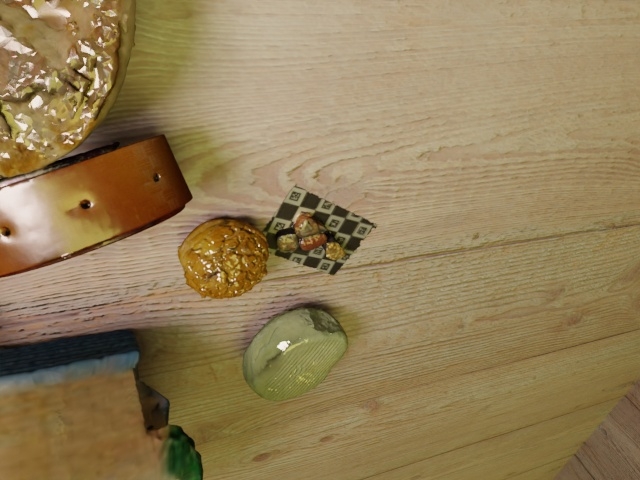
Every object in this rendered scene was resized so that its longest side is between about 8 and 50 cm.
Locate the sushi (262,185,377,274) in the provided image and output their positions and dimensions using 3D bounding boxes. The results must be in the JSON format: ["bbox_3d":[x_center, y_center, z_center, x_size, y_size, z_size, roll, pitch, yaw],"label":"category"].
[{"bbox_3d":[0.000,0.000,0.792,0.201,0.031,0.139,21,116,-35],"label":"sushi"}]

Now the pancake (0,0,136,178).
[{"bbox_3d":[-0.344,-0.242,0.362,0.382,0.071,0.382,-4,112,-10],"label":"pancake"}]

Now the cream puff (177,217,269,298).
[{"bbox_3d":[-0.147,0.032,0.705,0.144,0.103,0.126,-28,132,-8],"label":"cream puff"}]

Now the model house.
[{"bbox_3d":[-0.399,0.333,0.696,0.334,0.342,0.382,-6,131,-29],"label":"model house"}]

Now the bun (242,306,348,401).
[{"bbox_3d":[-0.057,0.221,0.899,0.221,0.108,0.221,-19,137,-19],"label":"bun"}]

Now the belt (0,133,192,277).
[{"bbox_3d":[-0.292,-0.042,0.525,0.261,0.184,0.105,-24,110,-16],"label":"belt"}]
